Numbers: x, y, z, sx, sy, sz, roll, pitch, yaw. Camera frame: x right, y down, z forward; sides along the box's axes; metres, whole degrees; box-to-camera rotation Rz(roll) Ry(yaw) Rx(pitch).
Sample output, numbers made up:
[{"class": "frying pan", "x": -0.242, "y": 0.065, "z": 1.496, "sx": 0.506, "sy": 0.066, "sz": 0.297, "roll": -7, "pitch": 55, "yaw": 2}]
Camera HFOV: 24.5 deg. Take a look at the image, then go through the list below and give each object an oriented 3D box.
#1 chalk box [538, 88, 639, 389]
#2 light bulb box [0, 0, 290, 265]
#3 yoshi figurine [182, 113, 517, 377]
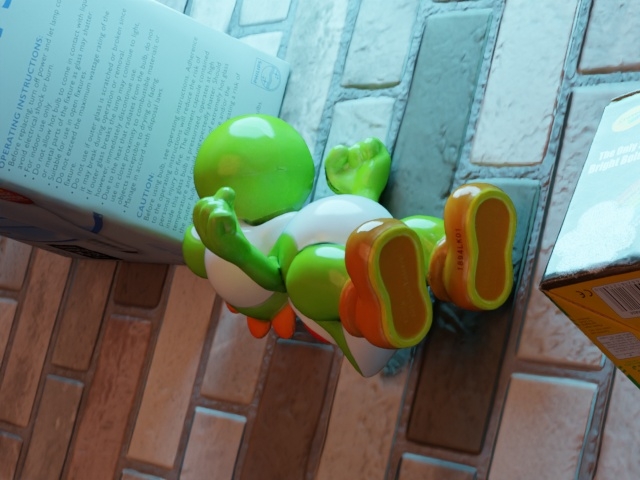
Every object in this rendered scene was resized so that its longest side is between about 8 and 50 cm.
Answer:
[{"class": "chalk box", "x": 0.255, "y": -0.023, "z": 0.949, "sx": 0.132, "sy": 0.132, "sz": 0.213, "roll": -16, "pitch": 39, "yaw": 48}, {"class": "light bulb box", "x": -0.293, "y": -0.130, "z": 1.492, "sx": 0.358, "sy": 0.361, "sz": 0.225, "roll": 1, "pitch": 75, "yaw": 51}, {"class": "yoshi figurine", "x": -0.010, "y": -0.024, "z": 1.261, "sx": 0.362, "sy": 0.203, "sz": 0.203, "roll": 8, "pitch": 64, "yaw": 54}]
